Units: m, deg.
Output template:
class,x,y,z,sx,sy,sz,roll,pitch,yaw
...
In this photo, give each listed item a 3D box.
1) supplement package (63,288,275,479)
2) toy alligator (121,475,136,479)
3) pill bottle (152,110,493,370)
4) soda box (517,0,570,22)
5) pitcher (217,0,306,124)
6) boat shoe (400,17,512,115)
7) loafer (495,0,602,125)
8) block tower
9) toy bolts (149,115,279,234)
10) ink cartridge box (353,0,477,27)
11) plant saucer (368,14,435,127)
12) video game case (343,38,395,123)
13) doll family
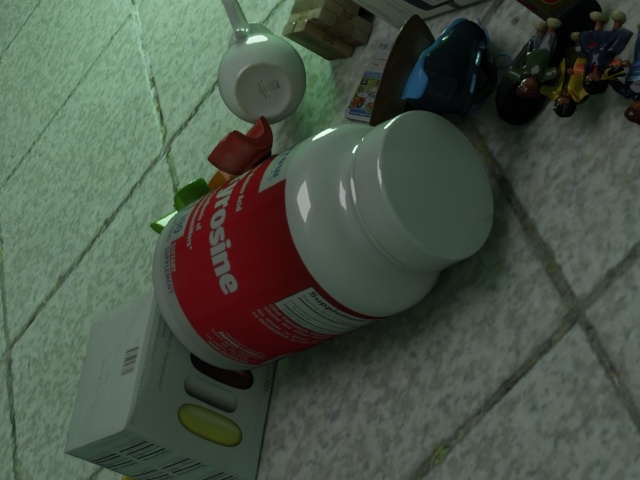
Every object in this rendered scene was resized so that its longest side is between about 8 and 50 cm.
class,x,y,z,sx,sy,sz,roll,pitch,yaw
supplement package,-0.188,0.202,1.879,0.149,0.203,0.194,-24,48,46
toy alligator,-0.219,0.293,2.008,0.051,0.056,0.190,26,86,17
pill bottle,0.000,0.000,1.732,0.407,0.229,0.229,-26,46,45
soda box,0.230,-0.312,1.677,0.061,0.181,0.058,-59,30,4
pitcher,-0.098,-0.263,2.100,0.125,0.178,0.207,-28,21,6
boat shoe,0.163,-0.187,1.727,0.109,0.089,0.258,-67,-8,31
loafer,0.254,-0.215,1.685,0.170,0.062,0.061,-50,26,17
block tower,0.058,-0.431,2.121,0.091,0.097,0.336,2,69,57
toy bolts,-0.087,-0.052,2.047,0.218,0.158,0.228,-35,-9,-48
ink cartridge box,0.161,-0.395,1.926,0.237,0.100,0.172,-8,60,54
plant saucer,0.107,-0.178,1.810,0.198,0.036,0.199,18,-90,-78
video game case,0.081,-0.216,1.992,0.087,0.011,0.122,19,82,59
doll family,0.294,-0.179,1.574,0.193,0.076,0.111,-4,61,47
